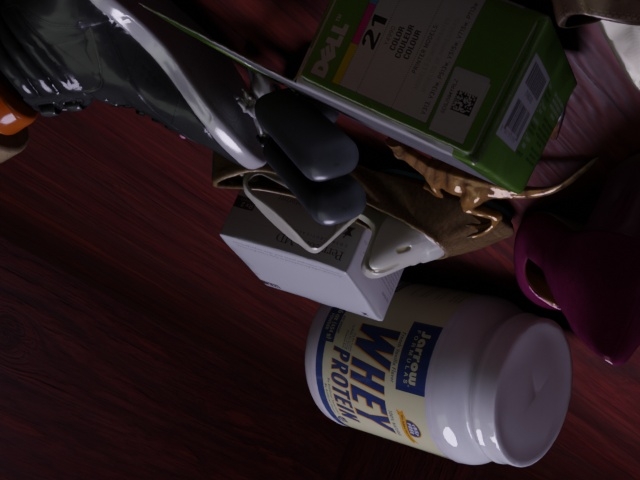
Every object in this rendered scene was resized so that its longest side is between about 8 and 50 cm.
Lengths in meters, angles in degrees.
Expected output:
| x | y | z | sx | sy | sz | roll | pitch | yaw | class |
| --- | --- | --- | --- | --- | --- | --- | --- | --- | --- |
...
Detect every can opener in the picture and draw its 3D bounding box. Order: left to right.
| x | y | z | sx | sy | sz | roll | pitch | yaw | class |
| --- | --- | --- | --- | --- | --- | --- | --- | --- | --- |
| -0.013 | -0.099 | 0.784 | 0.280 | 0.093 | 0.074 | -119 | 14 | -62 | can opener |

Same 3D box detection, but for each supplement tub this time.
| x | y | z | sx | sy | sz | roll | pitch | yaw | class |
| --- | --- | --- | --- | --- | --- | --- | --- | --- | --- |
| 0.164 | 0.182 | 1.303 | 0.325 | 0.235 | 0.235 | 8 | 158 | 43 | supplement tub |

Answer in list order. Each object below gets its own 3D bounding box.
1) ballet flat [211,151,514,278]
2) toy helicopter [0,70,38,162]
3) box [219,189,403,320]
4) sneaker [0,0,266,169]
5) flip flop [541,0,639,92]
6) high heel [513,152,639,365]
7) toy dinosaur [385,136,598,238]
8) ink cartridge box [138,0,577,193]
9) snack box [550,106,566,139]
| x | y | z | sx | sy | sz | roll | pitch | yaw | class |
| --- | --- | --- | --- | --- | --- | --- | --- | --- | --- |
| 0.034 | -0.035 | 0.994 | 0.342 | 0.124 | 0.116 | 24 | 164 | -1 | ballet flat |
| -0.402 | -0.233 | 0.889 | 0.355 | 0.140 | 0.235 | 57 | -168 | -16 | toy helicopter |
| 0.000 | 0.000 | 1.163 | 0.181 | 0.119 | 0.182 | 16 | 162 | 23 | box |
| -0.182 | -0.150 | 0.866 | 0.147 | 0.104 | 0.296 | -28 | 130 | 24 | sneaker |
| 0.174 | -0.144 | 0.523 | 0.112 | 0.080 | 0.277 | 9 | 159 | 42 | flip flop |
| 0.239 | 0.058 | 0.893 | 0.127 | 0.181 | 0.377 | 22 | 164 | 8 | high heel |
| 0.156 | -0.050 | 0.883 | 0.212 | 0.064 | 0.112 | 16 | 161 | 25 | toy dinosaur |
| 0.033 | -0.134 | 0.639 | 0.255 | 0.097 | 0.189 | 28 | -173 | 19 | ink cartridge box |
| 0.114 | -0.131 | 0.757 | 0.178 | 0.022 | 0.064 | 19 | 162 | 16 | snack box |
